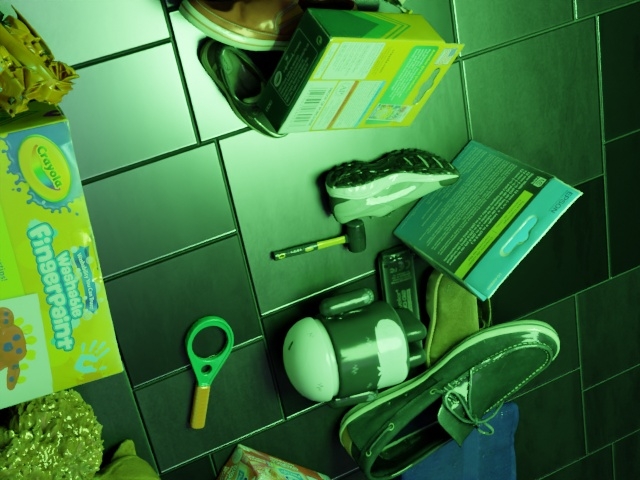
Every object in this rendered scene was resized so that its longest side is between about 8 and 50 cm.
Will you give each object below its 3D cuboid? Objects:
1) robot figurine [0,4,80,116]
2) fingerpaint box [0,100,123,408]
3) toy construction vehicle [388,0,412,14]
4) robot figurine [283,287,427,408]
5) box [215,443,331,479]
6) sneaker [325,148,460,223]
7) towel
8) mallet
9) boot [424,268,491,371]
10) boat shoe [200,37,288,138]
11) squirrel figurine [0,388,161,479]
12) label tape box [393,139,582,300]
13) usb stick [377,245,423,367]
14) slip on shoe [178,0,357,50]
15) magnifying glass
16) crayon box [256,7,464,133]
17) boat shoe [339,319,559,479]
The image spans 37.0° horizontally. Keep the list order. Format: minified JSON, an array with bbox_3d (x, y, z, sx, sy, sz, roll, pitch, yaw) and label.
[{"bbox_3d":[-0.480,-0.306,1.335,0.085,0.211,0.291,-40,95,17],"label":"robot figurine"},{"bbox_3d":[-0.542,0.039,1.499,0.371,0.163,0.445,-16,117,-19],"label":"fingerpaint box"},{"bbox_3d":[0.151,-0.459,1.714,0.098,0.035,0.086,33,84,-47],"label":"toy construction vehicle"},{"bbox_3d":[0.064,0.212,1.862,0.278,0.173,0.209,-12,79,-16],"label":"robot figurine"},{"bbox_3d":[-0.079,0.529,1.947,0.257,0.128,0.123,28,96,-33],"label":"box"},{"bbox_3d":[0.137,-0.102,1.826,0.271,0.100,0.108,-12,126,-16],"label":"sneaker"},{"bbox_3d":[0.302,0.488,2.157,0.308,0.076,0.228,-7,106,-23],"label":"towel"},{"bbox_3d":[0.000,0.000,1.829,0.189,0.039,0.062,-7,114,-19],"label":"mallet"},{"bbox_3d":[0.289,0.205,1.994,0.112,0.115,0.305,-33,128,-43],"label":"boot"},{"bbox_3d":[-0.119,-0.252,1.642,0.080,0.073,0.223,-44,122,-5],"label":"boat shoe"},{"bbox_3d":[-0.448,0.450,1.657,0.370,0.281,0.397,-17,119,-27],"label":"squirrel figurine"},{"bbox_3d":[0.323,-0.025,1.790,0.249,0.347,0.115,-49,123,-1],"label":"label tape box"},{"bbox_3d":[0.166,0.144,1.961,0.077,0.045,0.278,-14,116,-12],"label":"usb stick"},{"bbox_3d":[-0.079,-0.373,1.581,0.331,0.123,0.101,-1,125,-32],"label":"slip on shoe"},{"bbox_3d":[-0.221,0.253,1.829,0.092,0.026,0.231,1,108,-27],"label":"magnifying glass"},{"bbox_3d":[0.071,-0.287,1.636,0.323,0.083,0.203,-8,144,-42],"label":"crayon box"},{"bbox_3d":[0.272,0.333,1.946,0.500,0.156,0.187,-30,129,8],"label":"boat shoe"}]
